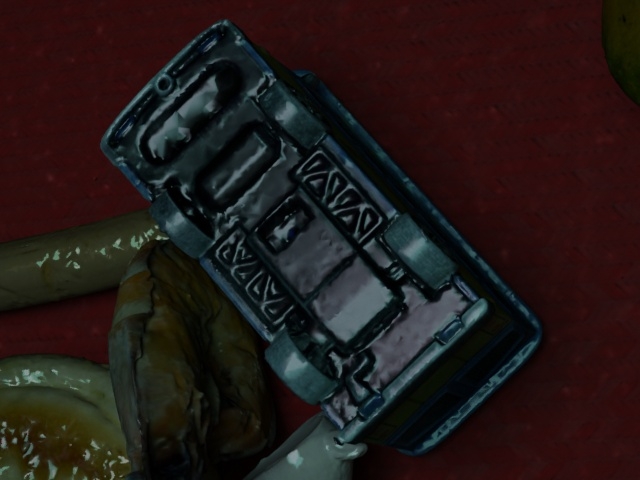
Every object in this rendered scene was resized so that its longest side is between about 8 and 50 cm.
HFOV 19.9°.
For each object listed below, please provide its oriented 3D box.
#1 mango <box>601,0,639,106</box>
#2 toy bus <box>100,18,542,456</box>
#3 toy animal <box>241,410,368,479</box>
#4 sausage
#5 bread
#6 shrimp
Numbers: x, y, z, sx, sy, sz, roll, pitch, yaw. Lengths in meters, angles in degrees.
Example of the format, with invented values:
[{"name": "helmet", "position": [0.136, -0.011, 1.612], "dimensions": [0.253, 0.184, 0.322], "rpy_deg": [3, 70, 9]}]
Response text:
[{"name": "mango", "position": [0.282, -0.201, 1.323], "dimensions": [0.151, 0.120, 0.221], "rpy_deg": [5, 89, 25]}, {"name": "toy bus", "position": [0.000, 0.000, 1.353], "dimensions": [0.152, 0.190, 0.312], "rpy_deg": [-45, 69, 9]}, {"name": "toy animal", "position": [0.029, 0.225, 1.346], "dimensions": [0.182, 0.131, 0.127], "rpy_deg": [53, 138, -7]}, {"name": "sausage", "position": [-0.242, 0.023, 1.513], "dimensions": [0.301, 0.066, 0.066], "rpy_deg": [-11, 77, 21]}, {"name": "bread", "position": [-0.206, 0.231, 1.408], "dimensions": [0.305, 0.159, 0.305], "rpy_deg": [-4, 79, 19]}, {"name": "shrimp", "position": [-0.090, 0.119, 1.337], "dimensions": [0.062, 0.164, 0.317], "rpy_deg": [-40, 27, 24]}]
